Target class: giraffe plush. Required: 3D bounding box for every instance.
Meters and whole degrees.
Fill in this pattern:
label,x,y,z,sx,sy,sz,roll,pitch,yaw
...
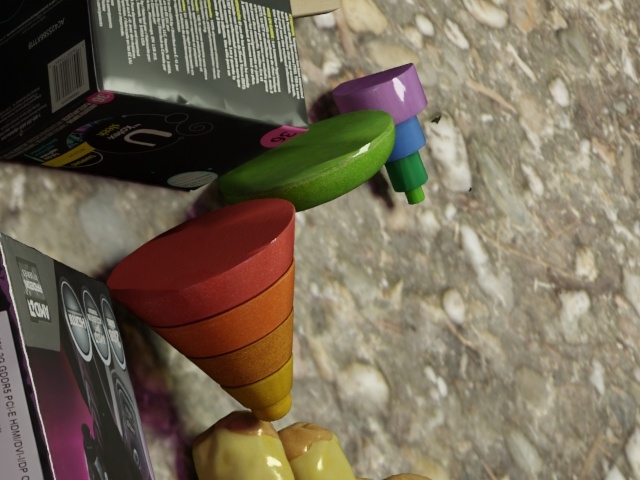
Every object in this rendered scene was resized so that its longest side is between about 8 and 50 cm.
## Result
label,x,y,z,sx,sy,sz,roll,pitch,yaw
giraffe plush,0.020,0.199,0.851,0.181,0.170,0.210,21,60,-38

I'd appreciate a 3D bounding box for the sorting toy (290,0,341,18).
label,x,y,z,sx,sy,sz,roll,pitch,yaw
sorting toy,-0.063,-0.214,1.020,0.274,0.046,0.132,-23,90,-57

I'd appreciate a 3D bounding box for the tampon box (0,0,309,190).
label,x,y,z,sx,sy,sz,roll,pitch,yaw
tampon box,-0.109,-0.104,0.886,0.161,0.120,0.101,8,68,-42

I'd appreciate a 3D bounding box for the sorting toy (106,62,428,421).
label,x,y,z,sx,sy,sz,roll,pitch,yaw
sorting toy,0.000,0.000,0.958,0.365,0.127,0.126,-48,121,-53

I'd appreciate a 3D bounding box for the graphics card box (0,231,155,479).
label,x,y,z,sx,sy,sz,roll,pitch,yaw
graphics card box,-0.124,0.194,0.685,0.233,0.094,0.371,62,12,-81
